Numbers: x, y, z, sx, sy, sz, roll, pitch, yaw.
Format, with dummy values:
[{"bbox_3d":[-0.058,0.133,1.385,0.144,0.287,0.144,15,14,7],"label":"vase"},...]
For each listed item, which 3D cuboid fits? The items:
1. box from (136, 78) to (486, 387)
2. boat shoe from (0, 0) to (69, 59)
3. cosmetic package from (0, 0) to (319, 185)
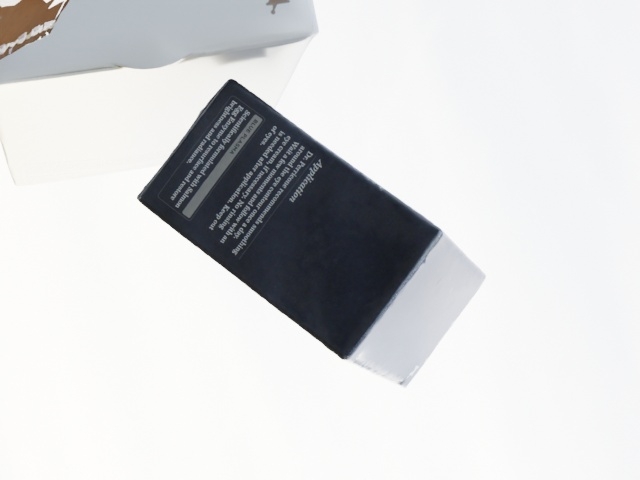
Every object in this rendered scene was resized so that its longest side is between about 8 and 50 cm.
[{"bbox_3d":[0.000,0.000,1.025,0.158,0.156,0.093,37,-89,18],"label":"box"},{"bbox_3d":[-0.187,-0.068,0.541,0.123,0.324,0.120,26,-72,17],"label":"boat shoe"},{"bbox_3d":[-0.127,-0.145,1.139,0.365,0.197,0.155,135,-55,-78],"label":"cosmetic package"}]
